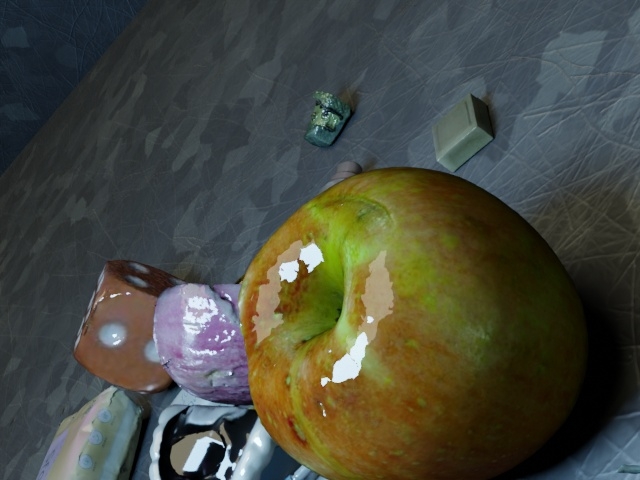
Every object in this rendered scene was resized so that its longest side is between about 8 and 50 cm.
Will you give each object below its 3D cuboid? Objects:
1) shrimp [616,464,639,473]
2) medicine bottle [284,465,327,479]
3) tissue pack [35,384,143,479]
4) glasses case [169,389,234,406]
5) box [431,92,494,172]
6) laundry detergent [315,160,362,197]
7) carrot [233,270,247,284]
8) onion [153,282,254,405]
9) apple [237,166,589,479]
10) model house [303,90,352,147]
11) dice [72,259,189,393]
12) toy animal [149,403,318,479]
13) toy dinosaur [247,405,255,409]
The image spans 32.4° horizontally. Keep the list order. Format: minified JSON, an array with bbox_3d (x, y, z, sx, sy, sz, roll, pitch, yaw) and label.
[{"bbox_3d":[0.340,0.142,0.835,0.410,0.166,0.221,-56,22,-22],"label":"shrimp"},{"bbox_3d":[0.013,0.285,1.300,0.220,0.092,0.061,-51,23,14],"label":"medicine bottle"},{"bbox_3d":[-0.401,0.399,1.861,0.215,0.123,0.256,-36,27,41],"label":"tissue pack"},{"bbox_3d":[-0.175,0.244,1.700,0.233,0.059,0.092,-47,27,20],"label":"glasses case"},{"bbox_3d":[0.192,-0.148,1.503,0.079,0.035,0.083,-41,31,31],"label":"box"},{"bbox_3d":[0.000,0.000,1.633,0.171,0.076,0.237,-32,37,42],"label":"laundry detergent"},{"bbox_3d":[-0.149,0.107,1.821,0.170,0.042,0.042,-50,28,14],"label":"carrot"},{"bbox_3d":[-0.043,0.135,1.426,0.349,0.267,0.159,-3,85,16],"label":"onion"},{"bbox_3d":[0.095,0.097,1.120,0.339,0.340,0.339,-41,32,32],"label":"apple"},{"bbox_3d":[0.005,-0.200,1.843,0.083,0.066,0.079,-61,25,-1],"label":"model house"},{"bbox_3d":[-0.313,0.143,1.873,0.174,0.179,0.174,-61,15,11],"label":"dice"},{"bbox_3d":[-0.098,0.284,1.389,0.208,0.204,0.155,-2,75,38],"label":"toy animal"},{"bbox_3d":[-0.059,0.224,1.550,0.187,0.044,0.106,2,68,40],"label":"toy dinosaur"}]
